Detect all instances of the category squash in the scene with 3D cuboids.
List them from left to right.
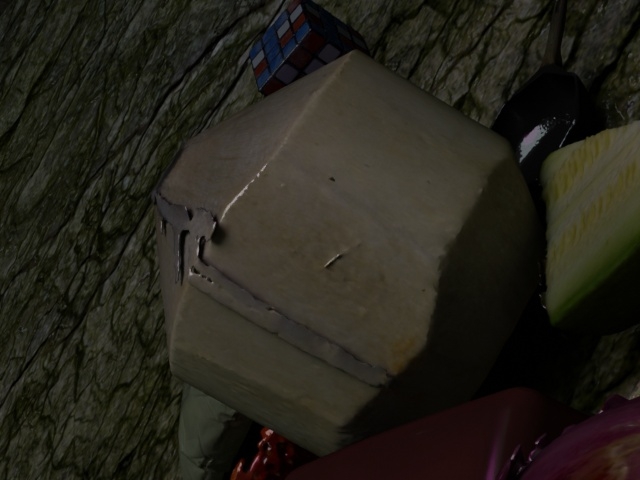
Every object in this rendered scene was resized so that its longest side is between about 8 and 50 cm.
[{"bbox_3d":[0.274,-0.061,1.350,0.288,0.111,0.203,-53,20,37],"label":"squash"}]

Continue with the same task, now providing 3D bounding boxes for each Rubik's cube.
[{"bbox_3d":[-0.010,-0.189,2.045,0.092,0.092,0.092,-48,28,20],"label":"Rubik's cube"}]

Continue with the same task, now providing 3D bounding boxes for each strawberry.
[{"bbox_3d":[-0.008,0.163,1.691,0.188,0.082,0.121,-62,5,13],"label":"strawberry"}]

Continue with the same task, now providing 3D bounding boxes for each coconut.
[{"bbox_3d":[0.013,0.007,1.514,0.323,0.323,0.323,-41,30,31],"label":"coconut"}]

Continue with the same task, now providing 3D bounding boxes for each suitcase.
[{"bbox_3d":[0.085,0.245,1.328,0.297,0.161,0.236,-27,41,46],"label":"suitcase"}]

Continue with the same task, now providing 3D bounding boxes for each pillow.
[{"bbox_3d":[-0.084,0.071,1.846,0.280,0.076,0.274,-91,19,-49],"label":"pillow"}]

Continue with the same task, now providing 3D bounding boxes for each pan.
[{"bbox_3d":[0.205,-0.112,1.632,0.202,0.048,0.128,-61,27,-2],"label":"pan"}]

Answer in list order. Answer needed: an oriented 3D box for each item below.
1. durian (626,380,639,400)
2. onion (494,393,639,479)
[{"bbox_3d":[0.313,0.072,1.157,0.112,0.191,0.341,-26,-31,-52],"label":"durian"},{"bbox_3d":[0.261,0.202,0.924,0.358,0.345,0.358,-34,3,2],"label":"onion"}]
